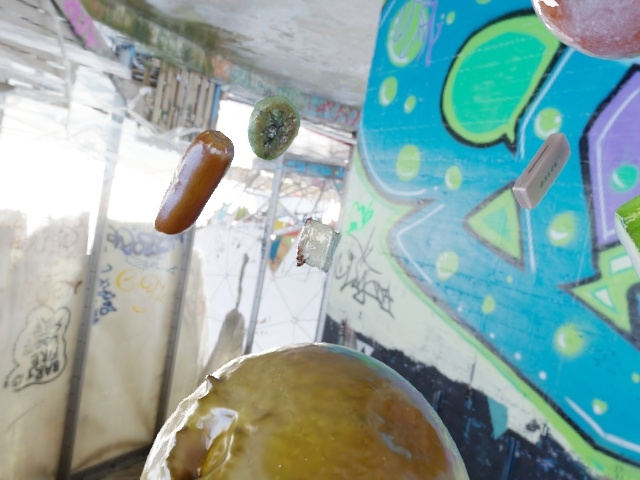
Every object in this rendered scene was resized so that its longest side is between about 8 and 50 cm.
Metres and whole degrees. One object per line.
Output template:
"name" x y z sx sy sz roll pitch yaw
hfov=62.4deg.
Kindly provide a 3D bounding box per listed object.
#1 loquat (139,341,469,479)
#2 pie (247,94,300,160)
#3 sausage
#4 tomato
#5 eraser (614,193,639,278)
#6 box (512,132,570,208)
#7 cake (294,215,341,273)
"loquat" -0.013 0.264 0.520 0.329 0.328 0.328 10 -177 -1
"pie" -0.059 -0.140 0.664 0.021 0.084 0.084 31 -163 39
"sausage" -0.256 -0.103 1.050 0.083 0.300 0.089 44 -139 5
"tomato" 0.422 -0.398 0.738 0.227 0.270 0.270 -4 -170 -28
"eraser" 0.499 -0.009 0.586 0.274 0.210 0.092 -30 143 25
"box" 0.318 -0.099 0.753 0.048 0.115 0.025 49 162 -31
"cake" -0.007 0.019 1.251 0.086 0.116 0.220 19 176 4
